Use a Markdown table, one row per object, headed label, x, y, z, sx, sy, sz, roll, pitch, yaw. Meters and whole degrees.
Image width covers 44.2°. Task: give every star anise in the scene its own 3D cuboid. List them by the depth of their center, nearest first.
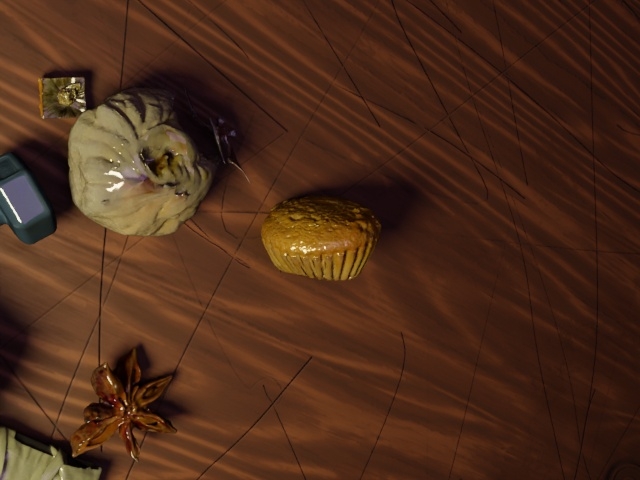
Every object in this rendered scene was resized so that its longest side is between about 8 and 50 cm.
| label | x | y | z | sx | sy | sz | roll | pitch | yaw |
| --- | --- | --- | --- | --- | --- | --- | --- | --- | --- |
| star anise | -0.367 | 0.303 | 1.458 | 0.212 | 0.111 | 0.196 | -8 | 104 | -33 |

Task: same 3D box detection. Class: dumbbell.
| label | x | y | z | sx | sy | sz | roll | pitch | yaw |
| --- | --- | --- | --- | --- | --- | --- | --- | --- | --- |
| dumbbell | -0.604 | -0.012 | 1.297 | 0.316 | 0.156 | 0.144 | -32 | 77 | -20 |

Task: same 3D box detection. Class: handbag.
| label | x | y | z | sx | sy | sz | roll | pitch | yaw |
| --- | --- | --- | --- | --- | --- | --- | --- | --- | --- |
| handbag | -0.551 | 0.466 | 1.373 | 0.315 | 0.109 | 0.253 | 30 | 72 | -27 |

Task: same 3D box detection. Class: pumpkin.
| label | x | y | z | sx | sy | sz | roll | pitch | yaw |
| --- | --- | --- | --- | --- | --- | --- | --- | --- | --- |
| pumpkin | -0.455 | -0.253 | 1.397 | 0.083 | 0.054 | 0.074 | -8 | 103 | -30 |

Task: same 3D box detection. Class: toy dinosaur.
| label | x | y | z | sx | sy | sz | roll | pitch | yaw |
| --- | --- | --- | --- | --- | --- | --- | --- | --- | --- |
| toy dinosaur | -0.192 | -0.201 | 1.500 | 0.032 | 0.108 | 0.220 | -36 | 97 | 14 |

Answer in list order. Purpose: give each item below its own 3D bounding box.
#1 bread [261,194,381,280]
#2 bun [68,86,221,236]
| label | x | y | z | sx | sy | sz | roll | pitch | yaw |
| --- | --- | --- | --- | --- | --- | --- | --- | --- | --- |
| bread | 0.001 | -0.003 | 1.544 | 0.239 | 0.240 | 0.139 | -12 | 112 | -24 |
| bun | -0.313 | -0.131 | 1.391 | 0.281 | 0.204 | 0.282 | -3 | 97 | -24 |
